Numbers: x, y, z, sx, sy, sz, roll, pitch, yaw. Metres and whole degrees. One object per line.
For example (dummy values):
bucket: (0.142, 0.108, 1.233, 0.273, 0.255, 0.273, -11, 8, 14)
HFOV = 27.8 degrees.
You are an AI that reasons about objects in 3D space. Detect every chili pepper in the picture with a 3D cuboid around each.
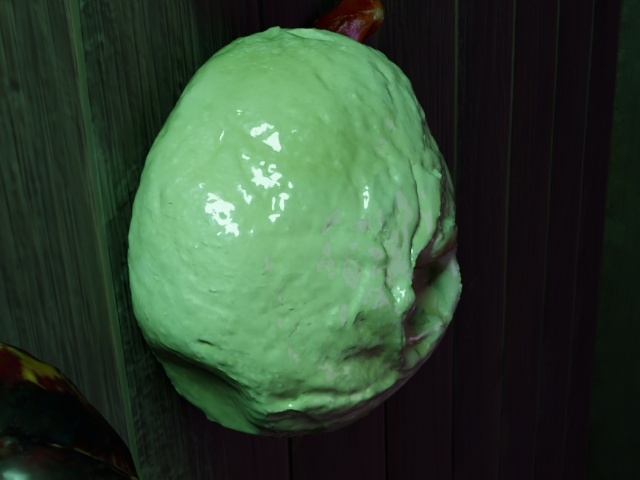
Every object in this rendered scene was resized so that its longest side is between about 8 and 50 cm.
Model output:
chili pepper: (0.020, -0.208, 1.308, 0.191, 0.050, 0.059, -48, 147, -33)

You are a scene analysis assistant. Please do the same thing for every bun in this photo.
bun: (0.000, 0.000, 1.114, 0.349, 0.227, 0.352, 24, 76, -66)

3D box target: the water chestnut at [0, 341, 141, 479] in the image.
water chestnut: (-0.196, 0.195, 0.699, 0.244, 0.289, 0.289, -34, 140, -17)
